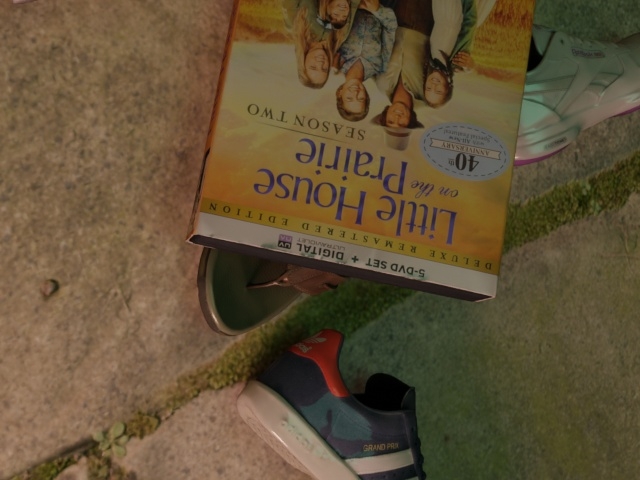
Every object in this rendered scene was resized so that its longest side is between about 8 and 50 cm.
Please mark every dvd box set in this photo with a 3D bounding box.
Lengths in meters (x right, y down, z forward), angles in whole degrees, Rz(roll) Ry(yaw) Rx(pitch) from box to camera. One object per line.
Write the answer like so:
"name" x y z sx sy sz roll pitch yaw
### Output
"dvd box set" 0.055 -0.171 1.017 0.308 0.062 0.420 13 78 -12

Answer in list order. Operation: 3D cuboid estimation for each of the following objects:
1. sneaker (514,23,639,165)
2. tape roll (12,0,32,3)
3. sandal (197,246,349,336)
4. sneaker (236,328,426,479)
"sneaker" 0.312 -0.209 1.230 0.305 0.114 0.152 -30 109 -28
"tape roll" -0.172 -0.315 0.841 0.246 0.246 0.169 -28 108 -28
"sandal" 0.001 -0.002 1.057 0.303 0.086 0.120 -28 109 -30
"sneaker" 0.072 0.237 1.090 0.148 0.131 0.350 -47 115 -17
